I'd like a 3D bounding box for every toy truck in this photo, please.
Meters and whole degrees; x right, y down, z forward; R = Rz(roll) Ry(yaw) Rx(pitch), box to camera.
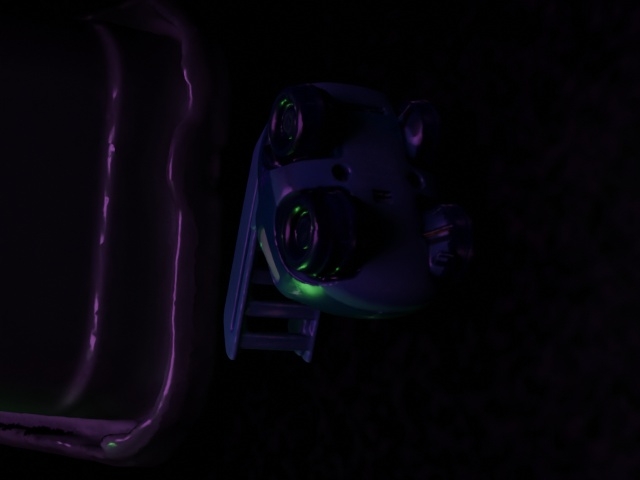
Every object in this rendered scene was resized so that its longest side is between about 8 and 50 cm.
[{"bbox_3d":[0.000,0.000,0.377,0.090,0.056,0.073,-48,45,49],"label":"toy truck"}]

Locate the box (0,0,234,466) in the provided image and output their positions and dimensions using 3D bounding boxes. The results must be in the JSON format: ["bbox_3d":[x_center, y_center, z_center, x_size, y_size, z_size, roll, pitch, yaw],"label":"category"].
[{"bbox_3d":[-0.197,-0.010,0.498,0.312,0.182,0.175,-3,81,47],"label":"box"}]
